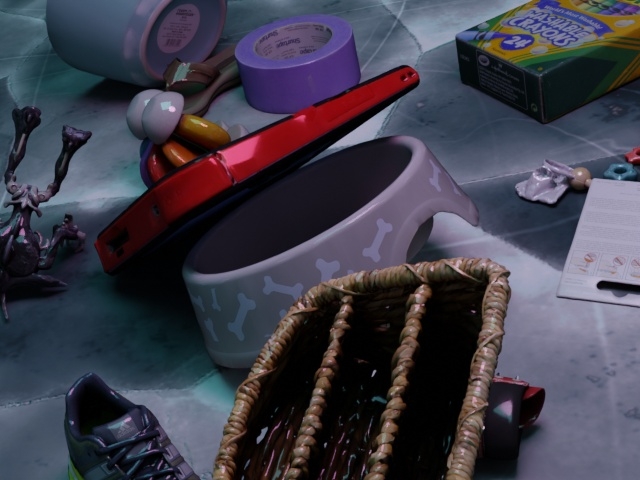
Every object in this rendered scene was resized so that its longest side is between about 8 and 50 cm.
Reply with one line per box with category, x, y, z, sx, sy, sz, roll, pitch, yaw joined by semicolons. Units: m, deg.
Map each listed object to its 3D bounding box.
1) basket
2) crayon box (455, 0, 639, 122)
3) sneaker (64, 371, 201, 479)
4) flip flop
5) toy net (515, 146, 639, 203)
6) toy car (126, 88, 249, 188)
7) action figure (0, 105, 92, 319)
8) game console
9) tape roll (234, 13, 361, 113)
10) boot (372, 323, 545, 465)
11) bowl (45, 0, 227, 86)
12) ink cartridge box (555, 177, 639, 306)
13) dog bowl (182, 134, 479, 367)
basket;0.023;0.162;1.022;0.213;0.223;0.299;14;54;8
crayon box;0.388;-0.299;1.816;0.323;0.083;0.203;-26;35;-20
sneaker;-0.170;0.231;1.171;0.111;0.121;0.300;-32;38;-26
flip flop;-0.200;-0.261;1.964;0.112;0.080;0.277;16;43;37
toy net;0.361;-0.095;1.550;0.232;0.045;0.122;-3;34;15
toy car;-0.194;-0.123;1.715;0.182;0.159;0.136;20;86;64
action figure;-0.387;-0.027;1.625;0.164;0.141;0.276;16;76;-2
game console;-0.088;-0.076;1.495;0.342;0.060;0.386;-27;0;-27
tape roll;-0.035;-0.278;1.935;0.189;0.080;0.189;-9;32;6
boot;0.135;0.130;1.258;0.176;0.088;0.244;-6;40;7
bowl;-0.271;-0.372;2.004;0.311;0.311;0.163;-35;60;-30
ink cartridge box;0.363;0.011;1.412;0.145;0.045;0.179;7;56;27
dog bowl;0.000;0.000;1.384;0.348;0.102;0.349;-26;18;9
